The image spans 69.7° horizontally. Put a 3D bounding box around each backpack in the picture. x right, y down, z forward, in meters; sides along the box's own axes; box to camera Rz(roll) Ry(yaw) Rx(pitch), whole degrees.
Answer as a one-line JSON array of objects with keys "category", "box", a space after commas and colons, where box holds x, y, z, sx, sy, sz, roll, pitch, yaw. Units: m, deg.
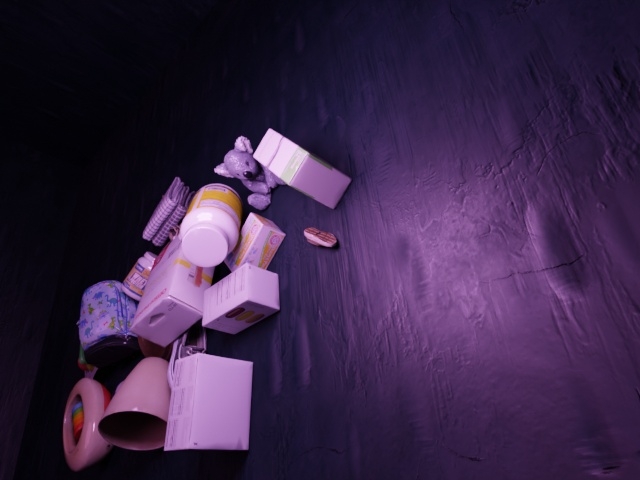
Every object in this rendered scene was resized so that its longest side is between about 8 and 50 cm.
[{"category": "backpack", "box": [-0.963, 0.359, 2.119, 0.290, 0.273, 0.356, -21, 45, 16]}]

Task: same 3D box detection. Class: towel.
[{"category": "towel", "box": [-0.682, -0.128, 2.091, 0.235, 0.121, 0.284, -51, 22, 17]}]

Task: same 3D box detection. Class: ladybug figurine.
[{"category": "ladybug figurine", "box": [-1.015, 0.802, 2.038, 0.305, 0.161, 0.449, -55, 41, 14]}]

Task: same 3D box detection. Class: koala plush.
[{"category": "koala plush", "box": [-0.259, -0.261, 1.668, 0.196, 0.221, 0.203, -47, 43, 22]}]

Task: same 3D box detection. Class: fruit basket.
[{"category": "fruit basket", "box": [-1.138, 0.563, 2.331, 0.353, 0.165, 0.327, -59, 37, 34]}]

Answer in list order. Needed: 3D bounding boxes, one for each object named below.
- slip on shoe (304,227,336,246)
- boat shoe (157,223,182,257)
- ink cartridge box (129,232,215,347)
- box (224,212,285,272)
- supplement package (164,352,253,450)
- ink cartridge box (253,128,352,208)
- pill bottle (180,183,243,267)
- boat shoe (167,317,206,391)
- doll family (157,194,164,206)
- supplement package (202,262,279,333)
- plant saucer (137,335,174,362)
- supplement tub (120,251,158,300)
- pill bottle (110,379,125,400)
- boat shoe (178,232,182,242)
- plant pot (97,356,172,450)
[{"category": "slip on shoe", "box": [0.000, 0.000, 1.401, 0.135, 0.051, 0.041, 22, 128, 42]}, {"category": "boat shoe", "box": [-0.585, -0.001, 1.973, 0.356, 0.130, 0.132, -55, 42, 14]}, {"category": "ink cartridge box", "box": [-0.549, 0.170, 1.761, 0.279, 0.160, 0.385, -39, 32, 28]}, {"category": "box", "box": [-0.228, 0.025, 1.587, 0.203, 0.103, 0.114, -60, 39, 8]}, {"category": "supplement package", "box": [-0.333, 0.498, 1.397, 0.145, 0.204, 0.262, -25, 54, 41]}, {"category": "ink cartridge box", "box": [-0.061, -0.231, 1.453, 0.115, 0.198, 0.273, -58, 41, 9]}, {"category": "pill bottle", "box": [-0.366, -0.052, 1.553, 0.188, 0.187, 0.334, -50, 20, 19]}, {"category": "boat shoe", "box": [-0.473, 0.414, 1.657, 0.119, 0.121, 0.335, -45, 42, 30]}, {"category": "doll family", "box": [-0.767, -0.155, 2.300, 0.111, 0.076, 0.193, -45, 39, 30]}, {"category": "supplement package", "box": [-0.264, 0.197, 1.517, 0.244, 0.139, 0.134, -32, 49, 35]}, {"category": "plant saucer", "box": [-0.687, 0.379, 1.908, 0.277, 0.041, 0.278, -1, 88, 41]}, {"category": "supplement tub", "box": [-0.801, 0.166, 2.110, 0.144, 0.144, 0.200, 28, 84, 50]}, {"category": "pill bottle", "box": [-0.767, 0.624, 1.881, 0.219, 0.122, 0.123, -28, 53, 38]}, {"category": "boat shoe", "box": [-0.418, -0.004, 1.726, 0.070, 0.219, 0.078, 45, 124, 44]}, {"category": "plant pot", "box": [-0.644, 0.579, 1.698, 0.256, 0.256, 0.274, -43, 29, 26]}]
